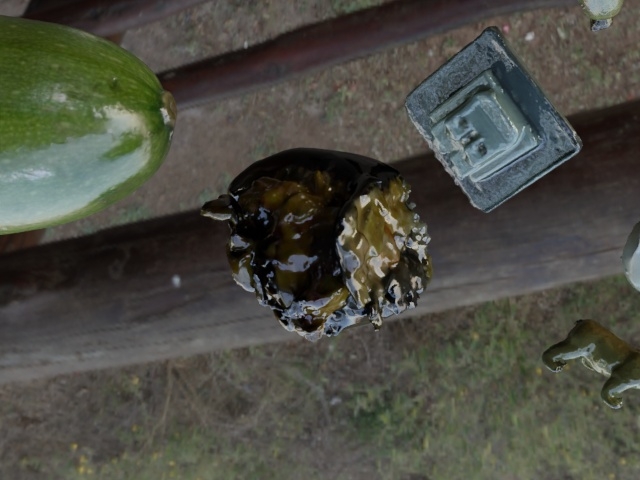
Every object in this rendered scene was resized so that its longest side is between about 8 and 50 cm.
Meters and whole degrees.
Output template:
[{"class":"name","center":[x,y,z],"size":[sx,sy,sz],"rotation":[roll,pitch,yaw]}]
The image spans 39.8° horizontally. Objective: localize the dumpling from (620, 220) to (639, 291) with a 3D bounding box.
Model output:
[{"class":"dumpling","center":[0.246,0.008,0.650],"size":[0.076,0.057,0.052],"rotation":[33,127,-15]}]

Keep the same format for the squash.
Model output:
[{"class":"squash","center":[-0.341,-0.131,1.137],"size":[0.309,0.310,0.310],"rotation":[7,134,-3]}]

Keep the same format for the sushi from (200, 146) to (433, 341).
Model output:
[{"class":"sushi","center":[-0.004,0.001,0.994],"size":[0.204,0.200,0.213],"rotation":[-9,99,31]}]

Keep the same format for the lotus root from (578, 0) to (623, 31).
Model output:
[{"class":"lotus root","center":[0.444,-0.410,1.408],"size":[0.077,0.090,0.183],"rotation":[-17,142,14]}]

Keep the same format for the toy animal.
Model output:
[{"class":"toy animal","center":[0.458,0.187,1.342],"size":[0.103,0.219,0.101],"rotation":[-9,122,-44]}]

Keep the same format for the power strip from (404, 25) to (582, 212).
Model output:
[{"class":"power strip","center":[0.204,-0.143,1.148],"size":[0.198,0.064,0.213],"rotation":[52,142,2]}]
